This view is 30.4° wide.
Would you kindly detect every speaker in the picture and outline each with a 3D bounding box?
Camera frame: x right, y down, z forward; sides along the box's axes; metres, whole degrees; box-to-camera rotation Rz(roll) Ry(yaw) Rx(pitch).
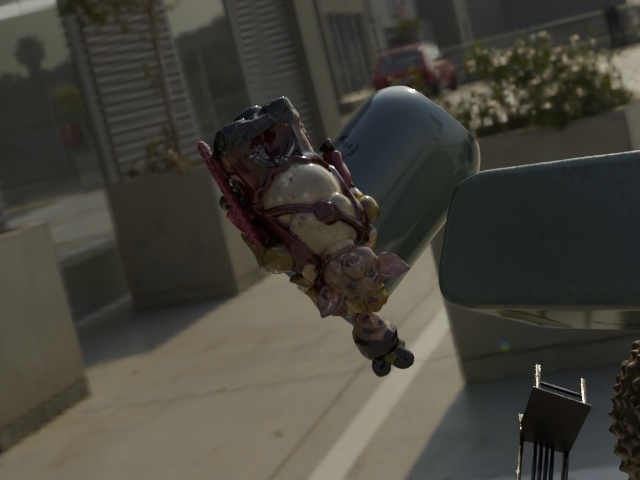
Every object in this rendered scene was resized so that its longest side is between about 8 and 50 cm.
[{"bbox_3d":[0.349,0.014,1.353,0.184,0.183,0.406,19,-16,-40],"label":"speaker"}]

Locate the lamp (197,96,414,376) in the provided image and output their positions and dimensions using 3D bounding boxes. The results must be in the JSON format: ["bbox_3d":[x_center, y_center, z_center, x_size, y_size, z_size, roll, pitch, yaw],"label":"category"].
[{"bbox_3d":[0.000,0.000,1.009,0.118,0.253,0.118,-28,-15,-9],"label":"lamp"}]

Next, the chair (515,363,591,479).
[{"bbox_3d":[0.322,0.268,1.639,0.084,0.101,0.212,17,20,4],"label":"chair"}]

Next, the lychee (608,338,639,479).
[{"bbox_3d":[0.609,0.243,1.703,0.380,0.380,0.432,-14,-29,2],"label":"lychee"}]

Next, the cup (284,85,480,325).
[{"bbox_3d":[0.069,-0.053,1.650,0.312,0.205,0.205,-52,10,0],"label":"cup"}]
